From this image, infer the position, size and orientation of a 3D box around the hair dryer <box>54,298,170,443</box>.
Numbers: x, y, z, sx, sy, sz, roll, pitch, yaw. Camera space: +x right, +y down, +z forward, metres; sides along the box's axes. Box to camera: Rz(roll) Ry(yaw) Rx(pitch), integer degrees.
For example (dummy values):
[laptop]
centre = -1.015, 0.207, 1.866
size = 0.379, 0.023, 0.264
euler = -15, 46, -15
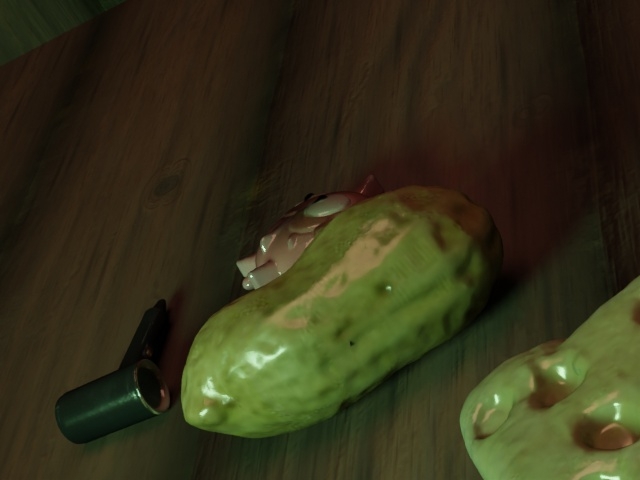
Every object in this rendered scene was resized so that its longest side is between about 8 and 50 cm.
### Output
[hair dryer]
centre = -0.238, 0.152, 1.923
size = 0.128, 0.070, 0.255
euler = -25, 22, 20

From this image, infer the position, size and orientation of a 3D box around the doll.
[doll]
centre = 0.000, 0.000, 1.842
size = 0.211, 0.093, 0.262
euler = -34, 13, -10

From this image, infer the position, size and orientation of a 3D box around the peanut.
[peanut]
centre = 0.015, 0.076, 1.632
size = 0.387, 0.169, 0.192
euler = -34, 28, 3

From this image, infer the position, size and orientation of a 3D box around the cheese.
[cheese]
centre = 0.294, 0.155, 1.243
size = 0.351, 0.129, 0.328
euler = -31, 25, 10
